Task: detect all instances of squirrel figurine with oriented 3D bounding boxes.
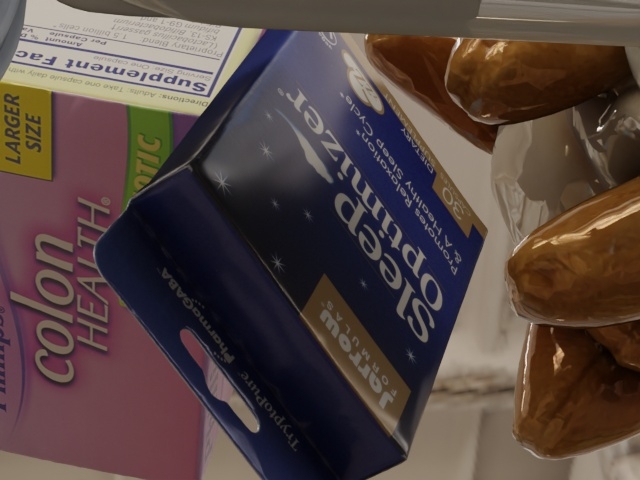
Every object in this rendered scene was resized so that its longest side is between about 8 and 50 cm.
[{"bbox_3d":[0.258,-0.086,0.831,0.397,0.281,0.370,-9,-17,-15],"label":"squirrel figurine"}]

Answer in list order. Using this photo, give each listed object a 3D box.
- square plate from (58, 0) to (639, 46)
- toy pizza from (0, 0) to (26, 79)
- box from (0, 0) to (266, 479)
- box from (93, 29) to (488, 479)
[{"bbox_3d":[0.030,-0.137,0.471,0.347,0.049,0.344,4,-19,9],"label":"square plate"},{"bbox_3d":[-0.147,-0.090,0.326,0.201,0.201,0.032,35,-58,-22],"label":"toy pizza"},{"bbox_3d":[-0.082,-0.043,0.839,0.117,0.243,0.214,11,-54,6],"label":"box"},{"bbox_3d":[0.000,0.000,0.655,0.036,0.225,0.136,-28,-73,28],"label":"box"}]
